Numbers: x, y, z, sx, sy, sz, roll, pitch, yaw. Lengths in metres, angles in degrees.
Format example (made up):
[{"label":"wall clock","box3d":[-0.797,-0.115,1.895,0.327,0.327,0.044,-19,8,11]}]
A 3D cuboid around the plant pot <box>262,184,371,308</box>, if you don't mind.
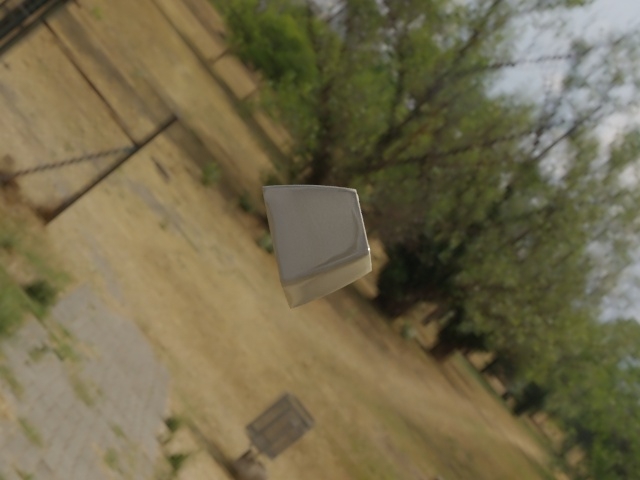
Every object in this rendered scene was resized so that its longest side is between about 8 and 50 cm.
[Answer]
[{"label":"plant pot","box3d":[0.000,0.000,1.348,0.109,0.096,0.109,76,3,-73]}]
